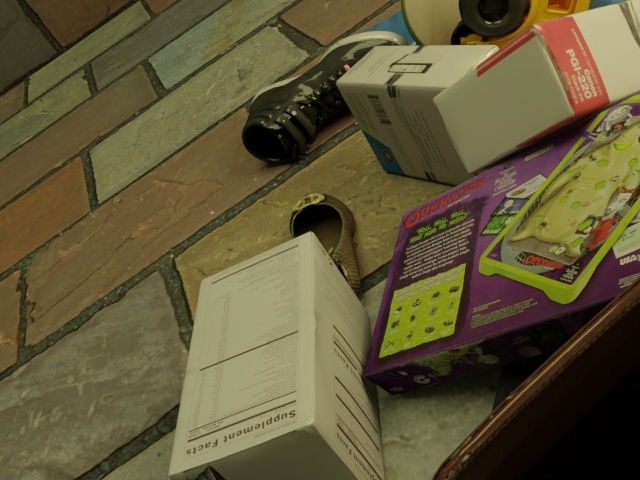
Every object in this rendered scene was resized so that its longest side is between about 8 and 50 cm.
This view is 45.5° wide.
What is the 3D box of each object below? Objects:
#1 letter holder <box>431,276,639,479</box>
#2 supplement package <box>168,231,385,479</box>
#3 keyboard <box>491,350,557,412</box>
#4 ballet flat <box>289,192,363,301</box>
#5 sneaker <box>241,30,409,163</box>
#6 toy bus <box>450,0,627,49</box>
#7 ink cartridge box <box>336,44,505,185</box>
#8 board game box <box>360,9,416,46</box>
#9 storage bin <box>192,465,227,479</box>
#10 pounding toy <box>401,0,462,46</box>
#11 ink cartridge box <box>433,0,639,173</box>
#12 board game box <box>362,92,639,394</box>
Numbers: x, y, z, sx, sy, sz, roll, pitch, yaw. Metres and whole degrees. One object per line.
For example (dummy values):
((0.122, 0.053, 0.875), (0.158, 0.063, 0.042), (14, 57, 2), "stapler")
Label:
((0.239, 0.123, 0.403), (0.302, 0.214, 0.152), (-38, 33, -6), "letter holder")
((-0.034, 0.134, 0.708), (0.139, 0.134, 0.244), (-24, 34, 16), "supplement package")
((0.207, 0.043, 0.708), (0.201, 0.033, 0.317), (-7, 41, 36), "keyboard")
((0.000, 0.000, 0.917), (0.084, 0.058, 0.250), (-29, 30, 11), "ballet flat")
((0.002, -0.203, 1.149), (0.296, 0.104, 0.147), (-20, 37, 31), "sneaker")
((0.268, -0.261, 0.937), (0.211, 0.220, 0.149), (9, 39, 4), "toy bus")
((0.136, -0.149, 0.910), (0.086, 0.148, 0.203), (-45, 34, -20), "ink cartridge box")
((0.119, -0.322, 1.259), (0.169, 0.033, 0.133), (-23, 39, 26), "board game box")
((-0.041, 0.254, 0.515), (0.084, 0.180, 0.122), (-41, 33, -11), "storage bin")
((0.218, -0.355, 1.118), (0.237, 0.183, 0.110), (-38, 7, -6), "pounding toy")
((0.248, -0.156, 0.750), (0.218, 0.092, 0.158), (-23, -3, -30), "ink cartridge box")
((0.187, 0.000, 0.645), (0.347, 0.056, 0.208), (-28, 38, 45), "board game box")
